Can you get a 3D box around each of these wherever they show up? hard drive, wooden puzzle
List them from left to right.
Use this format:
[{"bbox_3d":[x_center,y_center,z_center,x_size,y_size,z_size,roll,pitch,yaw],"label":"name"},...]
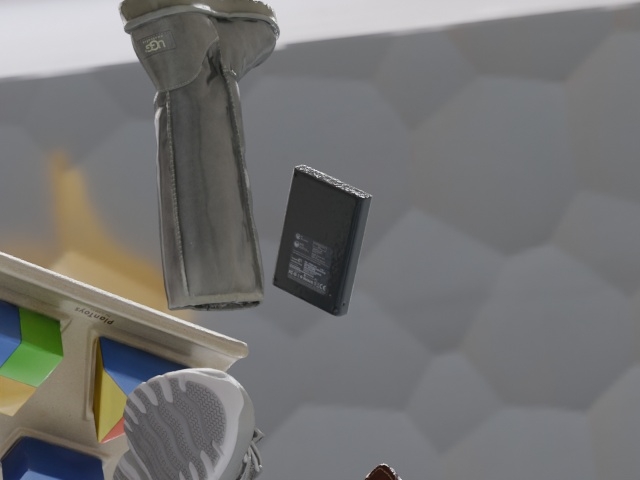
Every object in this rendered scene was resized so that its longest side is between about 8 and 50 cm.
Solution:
[{"bbox_3d":[-0.287,0.169,1.596,0.348,0.322,0.081,-44,-140,31],"label":"wooden puzzle"},{"bbox_3d":[0.000,0.000,1.715,0.022,0.094,0.135,-18,126,-50],"label":"hard drive"}]

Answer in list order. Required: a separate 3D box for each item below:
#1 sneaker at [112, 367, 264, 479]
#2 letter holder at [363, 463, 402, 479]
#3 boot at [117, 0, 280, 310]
[{"bbox_3d":[-0.097,0.166,1.360,0.105,0.115,0.281,61,-27,14],"label":"sneaker"},{"bbox_3d":[0.048,0.371,1.386,0.302,0.152,0.214,-56,-156,4],"label":"letter holder"},{"bbox_3d":[-0.064,-0.057,1.108,0.189,0.076,0.209,-7,79,-62],"label":"boot"}]
